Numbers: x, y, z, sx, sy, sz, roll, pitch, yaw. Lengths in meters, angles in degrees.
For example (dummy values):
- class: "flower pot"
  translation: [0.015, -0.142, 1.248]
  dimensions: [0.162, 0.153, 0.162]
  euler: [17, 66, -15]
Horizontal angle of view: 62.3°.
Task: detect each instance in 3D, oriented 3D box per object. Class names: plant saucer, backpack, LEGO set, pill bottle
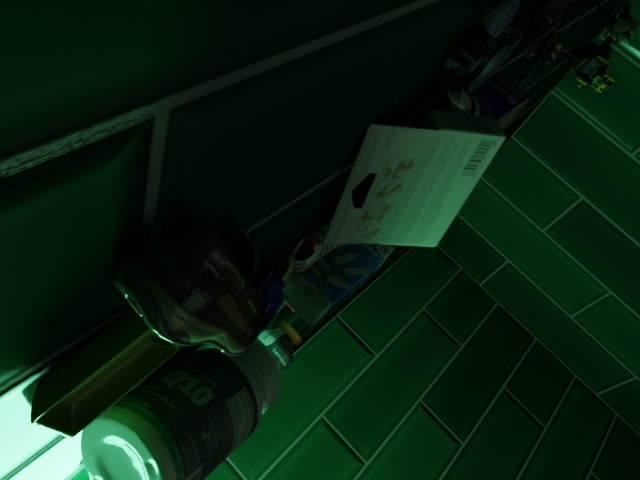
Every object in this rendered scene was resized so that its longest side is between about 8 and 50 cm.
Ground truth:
- class: "plant saucer"
  translation: [-0.277, 0.166, 0.691]
  dimensions: [0.188, 0.045, 0.188]
  euler: [-40, 168, -24]
- class: "backpack"
  translation: [-0.109, 0.095, 0.907]
  dimensions: [0.101, 0.098, 0.120]
  euler: [-48, 168, -2]
- class: "plant saucer"
  translation: [0.337, -0.356, 1.084]
  dimensions: [0.119, 0.021, 0.119]
  euler: [-44, 169, -10]
- class: "LEGO set"
  translation: [0.522, -0.409, 0.946]
  dimensions: [0.331, 0.255, 0.192]
  euler: [-40, -158, 42]
- class: "pill bottle"
  translation: [-0.166, 0.328, 1.455]
  dimensions: [0.246, 0.130, 0.130]
  euler: [-42, 168, -18]
- class: "pill bottle"
  translation: [-0.240, 0.330, 1.004]
  dimensions: [0.204, 0.204, 0.361]
  euler: [-51, 168, 27]

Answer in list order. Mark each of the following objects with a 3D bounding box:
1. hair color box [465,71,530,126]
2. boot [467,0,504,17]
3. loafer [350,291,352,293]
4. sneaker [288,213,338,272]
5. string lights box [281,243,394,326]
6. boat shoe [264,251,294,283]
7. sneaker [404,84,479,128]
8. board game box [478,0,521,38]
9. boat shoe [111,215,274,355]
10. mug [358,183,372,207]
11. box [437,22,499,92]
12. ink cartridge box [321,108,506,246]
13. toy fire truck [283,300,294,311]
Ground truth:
- class: "hair color box"
  translation: [0.339, -0.256, 1.236]
  dimensions: [0.339, 0.110, 0.185]
  euler: [-37, 165, -43]
- class: "boot"
  translation: [0.249, -0.359, 0.699]
  dimensions: [0.121, 0.045, 0.099]
  euler: [-40, 168, 11]
- class: "loafer"
  translation: [0.135, 0.070, 1.700]
  dimensions: [0.102, 0.092, 0.268]
  euler: [-30, 161, -53]
- class: "sneaker"
  translation: [0.000, 0.000, 1.055]
  dimensions: [0.161, 0.057, 0.075]
  euler: [-40, 174, -10]
- class: "string lights box"
  translation: [0.029, 0.057, 1.165]
  dimensions: [0.260, 0.133, 0.076]
  euler: [-37, 166, -36]
- class: "boat shoe"
  translation: [-0.107, 0.095, 1.000]
  dimensions: [0.170, 0.063, 0.059]
  euler: [-47, 163, 8]
- class: "sneaker"
  translation: [0.185, -0.196, 0.999]
  dimensions: [0.095, 0.090, 0.235]
  euler: [5, 136, -47]
- class: "board game box"
  translation: [0.299, -0.371, 0.896]
  dimensions: [0.090, 0.020, 0.090]
  euler: [-43, 169, -2]
- class: "boat shoe"
  translation: [-0.116, 0.059, 0.670]
  dimensions: [0.130, 0.132, 0.355]
  euler: [-44, 170, -3]
- class: "mug"
  translation: [0.142, -0.081, 1.174]
  dimensions: [0.129, 0.097, 0.158]
  euler: [-50, 167, 27]
- class: "box"
  translation: [0.241, -0.298, 0.868]
  dimensions: [0.062, 0.052, 0.083]
  euler: [-40, 169, -19]
- class: "ink cartridge box"
  translation: [0.156, -0.106, 0.984]
  dimensions: [0.261, 0.066, 0.296]
  euler: [2, 138, -19]
- class: "toy fire truck"
  translation: [-0.033, 0.125, 1.412]
  dimensions: [0.135, 0.047, 0.192]
  euler: [-39, 167, -29]
